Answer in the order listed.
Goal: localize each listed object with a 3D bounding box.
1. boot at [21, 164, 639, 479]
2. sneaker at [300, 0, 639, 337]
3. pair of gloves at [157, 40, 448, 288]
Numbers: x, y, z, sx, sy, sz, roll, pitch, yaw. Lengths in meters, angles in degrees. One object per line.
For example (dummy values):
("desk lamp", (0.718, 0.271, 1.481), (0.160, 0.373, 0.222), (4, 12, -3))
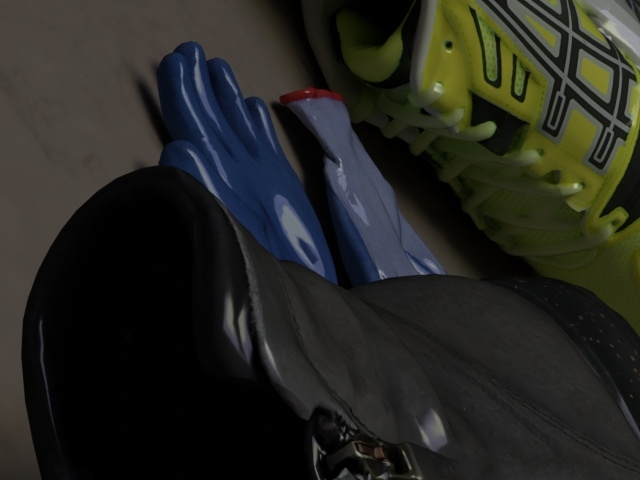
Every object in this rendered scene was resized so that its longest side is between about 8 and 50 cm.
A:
("boot", (0.060, 0.144, 0.388), (0.338, 0.118, 0.222), (55, 21, 22))
("sneaker", (0.074, -0.075, 0.818), (0.147, 0.145, 0.385), (-45, 109, -34))
("pair of gloves", (0.000, 0.000, 0.674), (0.198, 0.023, 0.159), (4, 57, -64))
